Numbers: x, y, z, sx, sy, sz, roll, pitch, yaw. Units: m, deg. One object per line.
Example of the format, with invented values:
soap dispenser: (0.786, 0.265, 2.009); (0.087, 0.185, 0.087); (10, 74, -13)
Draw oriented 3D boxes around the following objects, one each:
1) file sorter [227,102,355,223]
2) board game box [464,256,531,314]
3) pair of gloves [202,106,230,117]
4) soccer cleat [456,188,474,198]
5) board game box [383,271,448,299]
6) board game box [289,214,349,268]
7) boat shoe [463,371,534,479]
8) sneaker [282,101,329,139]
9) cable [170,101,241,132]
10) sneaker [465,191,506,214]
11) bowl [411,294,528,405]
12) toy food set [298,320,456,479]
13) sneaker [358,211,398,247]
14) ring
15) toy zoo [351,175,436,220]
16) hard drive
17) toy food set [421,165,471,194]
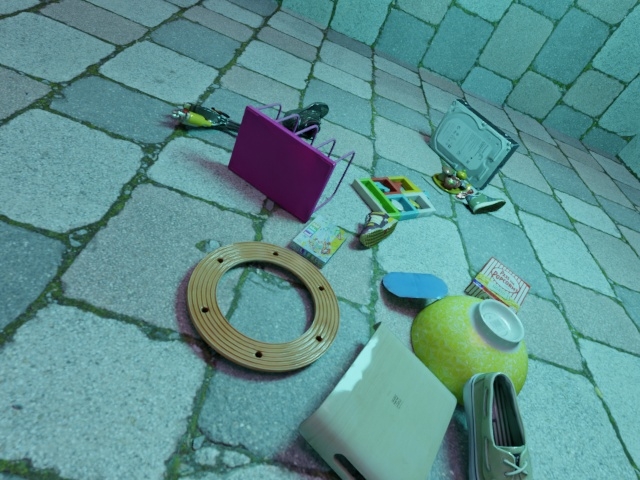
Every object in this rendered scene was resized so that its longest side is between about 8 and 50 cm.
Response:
file sorter: (-0.078, -0.237, 1.172); (0.290, 0.202, 0.182); (36, 37, 10)
board game box: (0.536, 0.144, 1.220); (0.146, 0.045, 0.193); (41, 41, 16)
pair of gloves: (-0.339, -0.417, 1.317); (0.083, 0.010, 0.074); (19, 0, 34)
soccer cleat: (0.570, -0.181, 1.609); (0.083, 0.035, 0.029); (-21, 81, -16)
board game box: (0.248, 0.130, 1.070); (0.168, 0.033, 0.133); (3, 23, 1)
board game box: (0.000, 0.000, 1.090); (0.103, 0.026, 0.154); (33, 40, 8)
boat shoe: (0.331, 0.395, 0.745); (0.109, 0.094, 0.302); (0, 60, -7)
sneaker: (-0.024, -0.444, 1.517); (0.130, 0.087, 0.227); (42, 45, 15)
cable: (-0.332, -0.370, 1.304); (0.287, 0.072, 0.139); (17, 11, -33)
sneaker: (0.646, -0.159, 1.595); (0.192, 0.064, 0.086); (-11, 57, -33)
bowl: (0.379, 0.230, 0.953); (0.289, 0.156, 0.289); (16, 40, -14)
toy food set: (0.120, 0.322, 0.775); (0.220, 0.092, 0.306); (46, 43, 4)
sneaker: (0.151, -0.038, 1.193); (0.084, 0.070, 0.185); (37, 33, 25)
ring: (-0.117, 0.132, 0.878); (0.336, 0.032, 0.337); (16, 40, -14)
toy zoo: (0.271, -0.150, 1.403); (0.293, 0.030, 0.192); (-10, 52, -37)
hard drive: (0.636, -0.410, 1.731); (0.064, 0.237, 0.339); (-13, 55, -38)
toy food set: (0.527, -0.251, 1.624); (0.217, 0.071, 0.128); (-10, 52, -36)
